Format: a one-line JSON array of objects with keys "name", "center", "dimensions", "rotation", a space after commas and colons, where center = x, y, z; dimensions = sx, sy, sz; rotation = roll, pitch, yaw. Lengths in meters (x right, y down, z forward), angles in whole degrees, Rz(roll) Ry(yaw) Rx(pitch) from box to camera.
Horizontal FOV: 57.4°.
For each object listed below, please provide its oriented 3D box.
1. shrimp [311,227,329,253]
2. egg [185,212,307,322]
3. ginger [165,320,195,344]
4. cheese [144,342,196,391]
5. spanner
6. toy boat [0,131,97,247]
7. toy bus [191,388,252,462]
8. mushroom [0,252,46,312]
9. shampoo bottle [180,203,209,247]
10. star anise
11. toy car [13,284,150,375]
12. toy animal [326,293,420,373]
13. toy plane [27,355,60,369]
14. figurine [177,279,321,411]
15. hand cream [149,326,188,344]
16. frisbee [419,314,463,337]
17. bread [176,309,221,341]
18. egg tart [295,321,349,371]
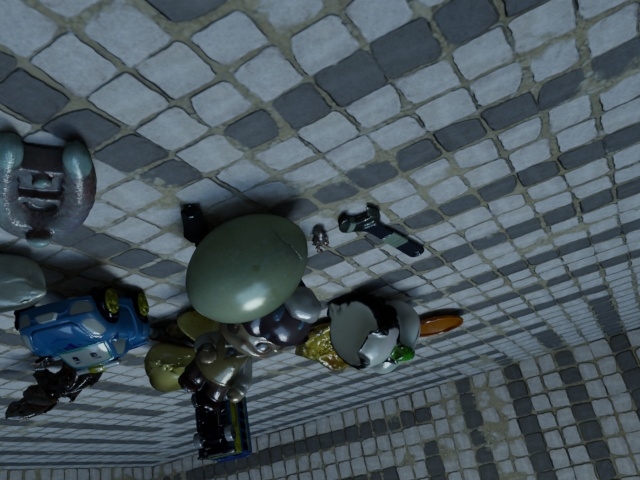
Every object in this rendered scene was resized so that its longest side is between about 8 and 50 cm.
[{"name": "shrimp", "center": [-0.001, 0.004, 1.212], "dimensions": [0.029, 0.038, 0.092], "rotation": [26, 166, 23]}, {"name": "egg", "center": [-0.135, 0.050, 1.075], "dimensions": [0.253, 0.187, 0.186], "rotation": [-34, 149, 14]}, {"name": "ginger", "center": [-0.346, 0.251, 1.559], "dimensions": [0.069, 0.051, 0.173], "rotation": [-12, 153, 8]}, {"name": "cheese", "center": [-0.349, 0.333, 1.558], "dimensions": [0.259, 0.128, 0.316], "rotation": [-6, 168, 4]}, {"name": "spanner", "center": [0.148, -0.012, 1.260], "dimensions": [0.087, 0.024, 0.315], "rotation": [-32, 148, 25]}, {"name": "toy boat", "center": [-0.411, -0.061, 0.855], "dimensions": [0.155, 0.085, 0.227], "rotation": [2, 151, -28]}, {"name": "toy bus", "center": [-0.336, 0.587, 1.974], "dimensions": [0.138, 0.288, 0.175], "rotation": [-17, 153, 11]}, {"name": "mushroom", "center": [-0.624, 0.063, 1.007], "dimensions": [0.270, 0.103, 0.118], "rotation": [14, 143, -33]}, {"name": "shampoo bottle", "center": [-0.230, -0.021, 1.075], "dimensions": [0.048, 0.027, 0.137], "rotation": [-9, 155, -9]}, {"name": "star anise", "center": [-0.724, 0.398, 1.593], "dimensions": [0.282, 0.129, 0.212], "rotation": [-35, -176, -38]}, {"name": "toy car", "center": [-0.476, 0.190, 1.201], "dimensions": [0.198, 0.166, 0.314], "rotation": [-15, 170, 2]}, {"name": "toy animal", "center": [0.165, 0.259, 1.604], "dimensions": [0.266, 0.213, 0.212], "rotation": [16, 143, -39]}, {"name": "toy plane", "center": [-0.686, 0.292, 1.503], "dimensions": [0.197, 0.053, 0.078], "rotation": [-27, 159, 22]}, {"name": "figurine", "center": [-0.171, 0.203, 1.255], "dimensions": [0.365, 0.218, 0.206], "rotation": [-49, 167, 2]}, {"name": "hand cream", "center": [-0.423, 0.268, 1.588], "dimensions": [0.052, 0.038, 0.216], "rotation": [13, 161, 12]}, {"name": "frisbee", "center": [0.372, 0.274, 1.917], "dimensions": [0.192, 0.035, 0.192], "rotation": [-8, 154, -4]}, {"name": "bread", "center": [-0.221, 0.211, 1.433], "dimensions": [0.251, 0.133, 0.174], "rotation": [-26, 149, 30]}, {"name": "egg tart", "center": [0.067, 0.322, 1.800], "dimensions": [0.297, 0.132, 0.297], "rotation": [-14, 152, -8]}]
